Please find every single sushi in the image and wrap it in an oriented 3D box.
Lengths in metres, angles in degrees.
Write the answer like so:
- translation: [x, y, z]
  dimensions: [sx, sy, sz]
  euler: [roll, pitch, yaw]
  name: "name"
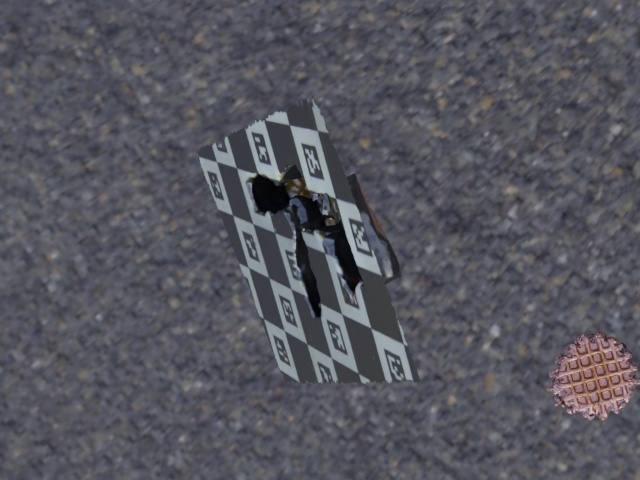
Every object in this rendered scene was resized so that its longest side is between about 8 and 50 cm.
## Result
- translation: [0.000, 0.000, 0.893]
  dimensions: [0.193, 0.043, 0.279]
  euler: [69, 161, -1]
  name: "sushi"

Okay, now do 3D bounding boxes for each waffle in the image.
- translation: [0.251, 0.126, 1.218]
  dimensions: [0.075, 0.029, 0.083]
  euler: [35, 93, 4]
  name: "waffle"
